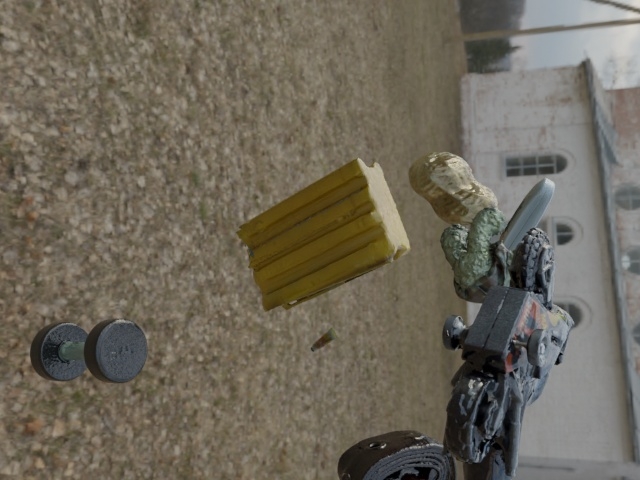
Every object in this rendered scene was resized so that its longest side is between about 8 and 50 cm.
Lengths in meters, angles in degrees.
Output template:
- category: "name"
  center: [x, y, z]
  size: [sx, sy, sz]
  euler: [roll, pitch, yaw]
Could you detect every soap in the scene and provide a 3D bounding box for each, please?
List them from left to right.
- category: "soap"
  center: [-0.001, 0.000, 1.252]
  size: [0.096, 0.324, 0.204]
  euler: [2, 66, -56]

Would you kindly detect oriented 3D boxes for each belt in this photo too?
- category: "belt"
  center: [0.181, 0.568, 1.569]
  size: [0.164, 0.289, 0.184]
  euler: [11, -82, 63]

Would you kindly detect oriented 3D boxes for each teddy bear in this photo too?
- category: "teddy bear"
  center: [0.267, 0.060, 0.997]
  size: [0.111, 0.133, 0.213]
  euler: [-26, 81, -39]

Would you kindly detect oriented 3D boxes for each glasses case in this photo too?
- category: "glasses case"
  center: [0.374, -0.034, 1.176]
  size: [0.179, 0.045, 0.067]
  euler: [-65, 171, 26]

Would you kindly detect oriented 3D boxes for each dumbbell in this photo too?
- category: "dumbbell"
  center: [-0.374, 0.178, 1.029]
  size: [0.100, 0.191, 0.100]
  euler: [12, 75, -52]

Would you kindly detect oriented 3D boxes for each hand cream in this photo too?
- category: "hand cream"
  center: [0.008, 0.280, 1.783]
  size: [0.022, 0.102, 0.035]
  euler: [-7, 62, -50]

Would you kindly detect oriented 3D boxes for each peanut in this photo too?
- category: "peanut"
  center: [0.323, -0.122, 1.532]
  size: [0.196, 0.110, 0.233]
  euler: [-22, 68, -44]

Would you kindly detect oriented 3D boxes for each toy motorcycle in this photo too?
- category: "toy motorcycle"
  center: [0.221, 0.135, 0.739]
  size: [0.307, 0.108, 0.173]
  euler: [-57, 137, -30]
